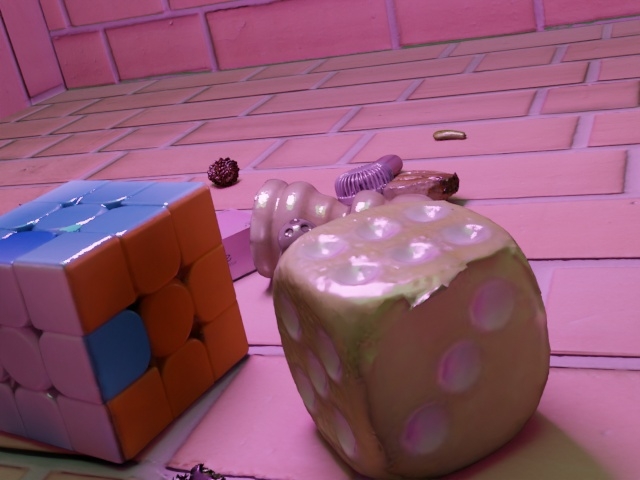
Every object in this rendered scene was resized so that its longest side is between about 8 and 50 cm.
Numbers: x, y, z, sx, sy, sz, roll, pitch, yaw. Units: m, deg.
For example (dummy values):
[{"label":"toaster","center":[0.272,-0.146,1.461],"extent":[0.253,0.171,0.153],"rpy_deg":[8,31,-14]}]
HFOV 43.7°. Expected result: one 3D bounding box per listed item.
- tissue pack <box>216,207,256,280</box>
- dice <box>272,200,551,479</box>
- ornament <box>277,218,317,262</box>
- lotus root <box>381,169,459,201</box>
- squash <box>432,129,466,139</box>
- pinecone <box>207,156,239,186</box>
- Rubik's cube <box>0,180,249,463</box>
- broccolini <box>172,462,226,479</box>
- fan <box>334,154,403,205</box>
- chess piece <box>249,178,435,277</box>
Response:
[{"label":"tissue pack","center":[-0.229,0.029,1.511],"extent":[0.246,0.092,0.148],"rpy_deg":[-26,25,-30]},{"label":"dice","center":[0.104,0.111,0.946],"extent":[0.252,0.249,0.254],"rpy_deg":[-21,25,-20]},{"label":"ornament","center":[-0.028,0.041,1.298],"extent":[0.081,0.156,0.075],"rpy_deg":[-19,23,-18]},{"label":"lotus root","center":[0.209,-0.097,1.627],"extent":[0.144,0.070,0.143],"rpy_deg":[-1,19,35]},{"label":"squash","center":[0.328,-0.268,2.030],"extent":[0.089,0.027,0.027],"rpy_deg":[2,26,26]},{"label":"pinecone","center":[-0.250,-0.176,2.031],"extent":[0.083,0.077,0.077],"rpy_deg":[10,31,41]},{"label":"Rubik's cube","center":[-0.319,0.096,1.142],"extent":[0.290,0.291,0.292],"rpy_deg":[4,26,32]},{"label":"broccolini","center":[-0.126,0.333,0.836],"extent":[0.057,0.071,0.254],"rpy_deg":[26,21,-21]},{"label":"fan","center":[0.121,-0.139,1.775],"extent":[0.130,0.074,0.244],"rpy_deg":[-11,14,31]},{"label":"chess piece","center":[0.057,-0.018,1.405],"extent":[0.330,0.182,0.182],"rpy_deg":[2,25,16]}]
